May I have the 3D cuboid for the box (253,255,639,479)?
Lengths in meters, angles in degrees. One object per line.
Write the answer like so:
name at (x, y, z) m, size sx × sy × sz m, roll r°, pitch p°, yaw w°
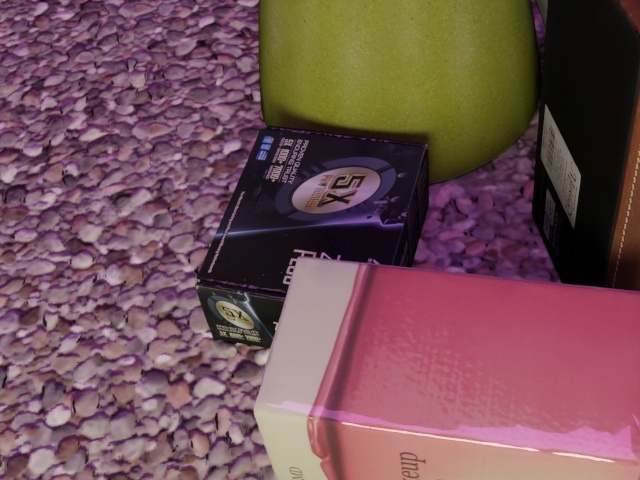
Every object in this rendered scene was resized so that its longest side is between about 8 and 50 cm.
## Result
box at (0.090, 0.111, 0.666) m, size 0.232 × 0.148 × 0.126 m, roll 5°, pitch 52°, yaw 14°

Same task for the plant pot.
plant pot at (0.061, -0.245, 0.872) m, size 0.275 × 0.293 × 0.274 m, roll -4°, pitch 50°, yaw 5°

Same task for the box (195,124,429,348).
box at (0.000, 0.000, 0.818) m, size 0.147 × 0.077 × 0.180 m, roll 9°, pitch 52°, yaw 15°

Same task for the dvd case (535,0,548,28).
dvd case at (0.175, -0.244, 0.799) m, size 0.022 × 0.253 × 0.180 m, roll -19°, pitch 67°, yaw 11°

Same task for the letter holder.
letter holder at (0.280, -0.086, 0.701) m, size 0.215 × 0.301 × 0.152 m, roll -12°, pitch 50°, yaw -2°
